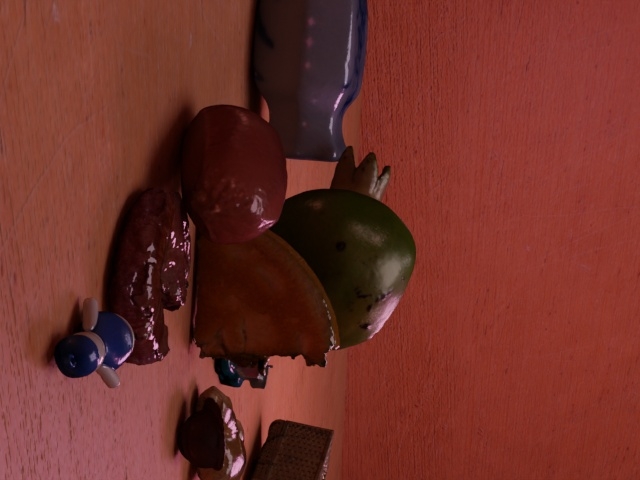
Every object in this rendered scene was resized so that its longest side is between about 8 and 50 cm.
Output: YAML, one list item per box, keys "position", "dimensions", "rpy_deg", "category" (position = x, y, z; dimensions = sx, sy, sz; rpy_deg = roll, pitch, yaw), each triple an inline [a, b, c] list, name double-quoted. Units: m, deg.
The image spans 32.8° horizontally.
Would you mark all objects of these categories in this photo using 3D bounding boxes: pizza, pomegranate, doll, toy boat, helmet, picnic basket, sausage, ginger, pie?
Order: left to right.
- position: [-0.232, 0.109, 1.117]
  dimensions: [0.143, 0.057, 0.099]
  rpy_deg: [-41, 116, -78]
  category: "doll"
- position: [-0.200, 0.042, 1.307]
  dimensions: [0.204, 0.054, 0.219]
  rpy_deg: [88, 11, -52]
  category: "pie"
- position: [-0.186, 0.296, 1.635]
  dimensions: [0.089, 0.057, 0.111]
  rpy_deg: [17, -70, 61]
  category: "helmet"
- position: [-0.162, 0.360, 1.816]
  dimensions: [0.334, 0.081, 0.148]
  rpy_deg: [84, -1, -63]
  category: "ginger"
- position: [-0.116, -0.088, 1.427]
  dimensions: [0.254, 0.148, 0.148]
  rpy_deg: [-98, -174, -50]
  category: "sausage"
- position: [-0.106, 0.097, 1.636]
  dimensions: [0.229, 0.289, 0.081]
  rpy_deg: [-46, 179, 14]
  category: "pizza"
- position: [-0.111, 0.112, 1.929]
  dimensions: [0.134, 0.092, 0.299]
  rpy_deg: [75, 23, -62]
  category: "toy boat"
- position: [-0.071, 0.497, 2.313]
  dimensions: [0.196, 0.154, 0.134]
  rpy_deg: [-66, 167, -53]
  category: "picnic basket"
- position: [0.000, 0.000, 1.782]
  dimensions: [0.309, 0.216, 0.359]
  rpy_deg: [-13, -125, 53]
  category: "pomegranate"

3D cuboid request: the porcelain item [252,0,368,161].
- position: [-0.017, -0.345, 1.904]
  dimensions: [0.242, 0.178, 0.405]
  rpy_deg: [-33, 127, -78]
  category: "porcelain item"
